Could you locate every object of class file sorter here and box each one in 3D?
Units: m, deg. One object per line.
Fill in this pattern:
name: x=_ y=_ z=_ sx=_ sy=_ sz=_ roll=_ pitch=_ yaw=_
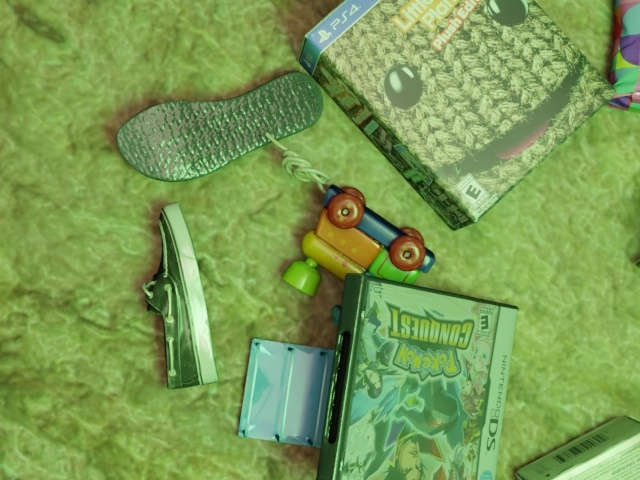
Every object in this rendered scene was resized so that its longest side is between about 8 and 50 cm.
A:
file sorter: x=-0.003 y=0.185 z=1.577 sx=0.170 sy=0.104 sz=0.118 roll=9 pitch=86 yaw=-4

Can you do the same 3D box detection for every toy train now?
toy train: x=0.000 y=0.000 z=1.600 sx=0.248 sy=0.105 sz=0.143 roll=34 pitch=97 yaw=-1

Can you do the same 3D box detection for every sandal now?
sandal: x=-0.120 y=-0.132 z=1.624 sx=0.254 sy=0.054 sz=0.097 roll=-15 pitch=94 yaw=-15

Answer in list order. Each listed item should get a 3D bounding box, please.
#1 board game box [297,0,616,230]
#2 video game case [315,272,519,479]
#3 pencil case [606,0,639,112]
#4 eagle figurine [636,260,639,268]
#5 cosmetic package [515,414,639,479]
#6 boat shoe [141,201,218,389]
board game box: x=0.156 y=-0.196 z=1.598 sx=0.232 sy=0.141 sz=0.291 roll=-43 pitch=90 yaw=-6
video game case: x=0.116 y=0.179 z=1.540 sx=0.275 sy=0.035 sz=0.248 roll=13 pitch=84 yaw=-43
pencil case: x=0.401 y=-0.273 z=1.644 sx=0.104 sy=0.104 sz=0.236 roll=5 pitch=86 yaw=-4
eagle figurine: x=0.533 y=0.006 z=1.568 sx=0.298 sy=0.225 sz=0.226 roll=11 pitch=74 yaw=4
cosmetic package: x=0.372 y=0.380 z=1.576 sx=0.160 sy=0.113 sz=0.309 roll=-26 pitch=92 yaw=-3
boat shoe: x=-0.172 y=0.066 z=1.587 sx=0.070 sy=0.078 sz=0.219 roll=-10 pitch=88 yaw=-6
